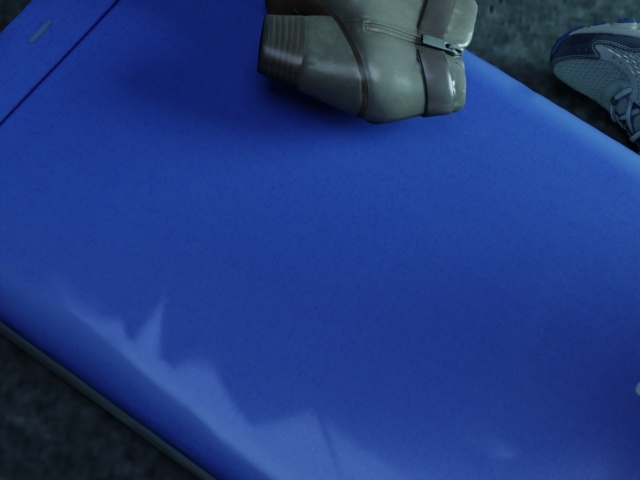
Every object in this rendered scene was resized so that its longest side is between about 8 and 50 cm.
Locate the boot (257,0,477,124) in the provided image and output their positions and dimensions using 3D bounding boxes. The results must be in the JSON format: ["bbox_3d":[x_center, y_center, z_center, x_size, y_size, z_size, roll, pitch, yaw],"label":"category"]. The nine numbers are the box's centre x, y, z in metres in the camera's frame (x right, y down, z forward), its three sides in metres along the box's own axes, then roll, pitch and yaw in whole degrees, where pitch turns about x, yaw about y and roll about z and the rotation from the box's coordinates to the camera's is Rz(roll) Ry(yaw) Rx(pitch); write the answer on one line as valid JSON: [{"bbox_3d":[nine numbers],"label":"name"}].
[{"bbox_3d":[0.021,-0.100,0.574,0.087,0.042,0.118,7,65,-6],"label":"boot"}]

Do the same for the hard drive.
[{"bbox_3d":[0.000,0.000,0.568,0.318,0.040,0.210,34,68,13],"label":"hard drive"}]

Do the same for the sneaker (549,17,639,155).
[{"bbox_3d":[0.156,-0.047,0.591,0.135,0.052,0.058,26,71,10],"label":"sneaker"}]
